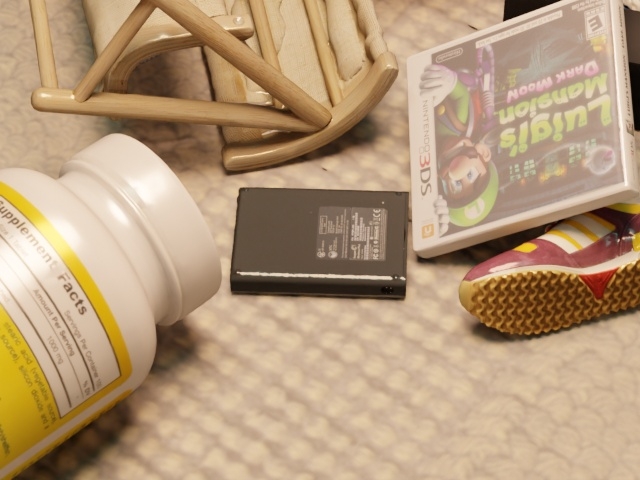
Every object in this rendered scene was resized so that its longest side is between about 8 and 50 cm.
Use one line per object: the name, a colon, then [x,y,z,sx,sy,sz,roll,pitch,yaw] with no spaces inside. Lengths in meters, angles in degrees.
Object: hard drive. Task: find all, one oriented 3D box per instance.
hard drive: [0.000,0.000,1.539,0.135,0.022,0.094,2,51,3]

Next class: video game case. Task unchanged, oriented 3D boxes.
video game case: [0.149,-0.090,1.517,0.190,0.022,0.173,-17,62,33]

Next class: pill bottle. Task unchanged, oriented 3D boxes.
pill bottle: [-0.239,0.069,1.384,0.334,0.188,0.188,-35,58,-25]

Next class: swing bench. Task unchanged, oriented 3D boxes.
swing bench: [-0.098,-0.207,1.602,0.254,0.165,0.253,17,41,-32]

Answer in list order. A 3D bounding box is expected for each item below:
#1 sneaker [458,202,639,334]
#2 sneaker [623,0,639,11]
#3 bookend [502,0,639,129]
sneaker: [0.186,0.014,1.503,0.185,0.069,0.084,-8,43,-13]
sneaker: [0.231,-0.237,1.699,0.083,0.071,0.190,-31,57,-28]
bookend: [0.226,-0.172,1.587,0.156,0.157,0.072,11,53,11]
